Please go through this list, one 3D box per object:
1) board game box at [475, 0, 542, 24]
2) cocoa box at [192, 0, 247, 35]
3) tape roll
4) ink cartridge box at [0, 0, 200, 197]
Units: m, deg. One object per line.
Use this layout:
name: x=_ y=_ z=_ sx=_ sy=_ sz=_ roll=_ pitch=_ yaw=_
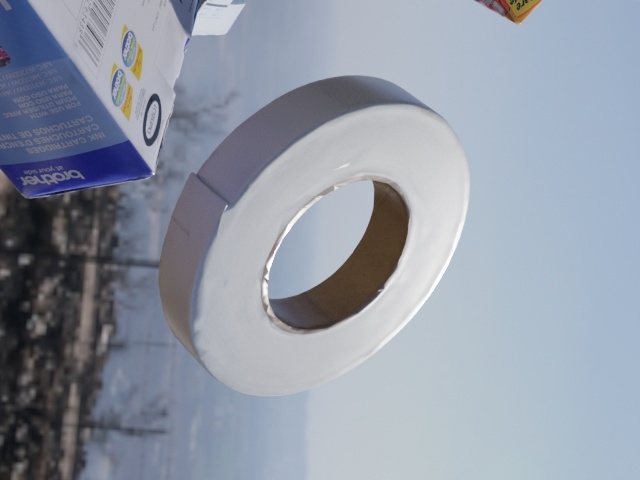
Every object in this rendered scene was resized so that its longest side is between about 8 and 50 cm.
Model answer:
board game box: x=0.152 y=-0.522 z=1.497 sx=0.356 sy=0.356 sz=0.356 roll=45 pitch=-2 yaw=-41
cocoa box: x=-0.227 y=-0.467 z=1.887 sx=0.228 sy=0.347 sz=0.231 roll=-53 pitch=177 yaw=14
tape roll: x=0.000 y=0.000 z=1.575 sx=0.072 sy=0.392 sz=0.392 roll=42 pitch=-39 yaw=38
ink cartridge box: x=-0.238 y=-0.225 z=1.226 sx=0.395 sy=0.151 sz=0.270 roll=56 pitch=34 yaw=-45
